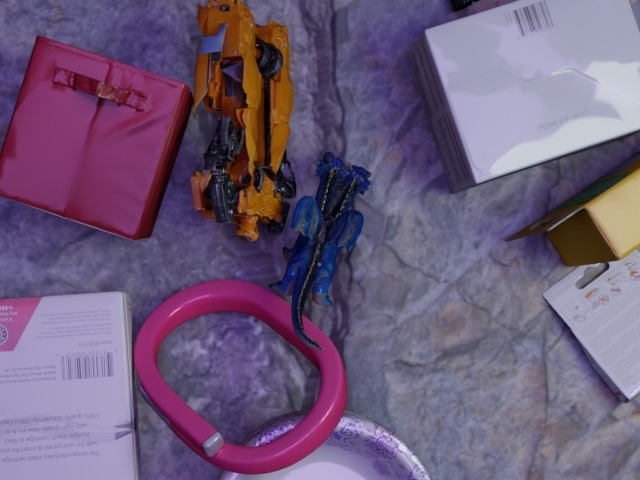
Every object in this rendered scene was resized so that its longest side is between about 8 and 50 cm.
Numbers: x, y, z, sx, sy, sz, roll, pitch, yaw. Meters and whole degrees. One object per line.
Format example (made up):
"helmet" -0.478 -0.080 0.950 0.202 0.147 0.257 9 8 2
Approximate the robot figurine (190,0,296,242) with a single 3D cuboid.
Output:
"robot figurine" -0.096 -0.142 1.389 0.085 0.211 0.291 0 84 25

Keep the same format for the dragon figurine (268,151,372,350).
"dragon figurine" 0.000 0.000 1.373 0.085 0.289 0.144 19 123 -1

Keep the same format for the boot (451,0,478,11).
"boot" 0.167 -0.354 1.491 0.121 0.045 0.099 -28 92 -7

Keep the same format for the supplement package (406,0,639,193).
"supplement package" 0.273 -0.200 1.436 0.261 0.145 0.204 -18 88 -6

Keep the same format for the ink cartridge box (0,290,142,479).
"ink cartridge box" -0.331 0.210 1.369 0.207 0.117 0.283 -4 86 -5

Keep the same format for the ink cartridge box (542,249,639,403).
"ink cartridge box" 0.405 0.105 1.490 0.145 0.045 0.179 -36 72 -6

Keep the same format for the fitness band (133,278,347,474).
"fitness band" -0.100 0.155 1.342 0.209 0.054 0.291 -38 51 -20

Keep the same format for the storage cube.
"storage cube" -0.272 -0.118 1.354 0.183 0.215 0.193 18 91 -4

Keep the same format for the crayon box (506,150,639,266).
"crayon box" 0.410 -0.061 1.410 0.323 0.203 0.083 -33 90 -6

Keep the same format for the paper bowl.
"paper bowl" 0.002 0.349 1.374 0.284 0.148 0.284 0 86 -6
